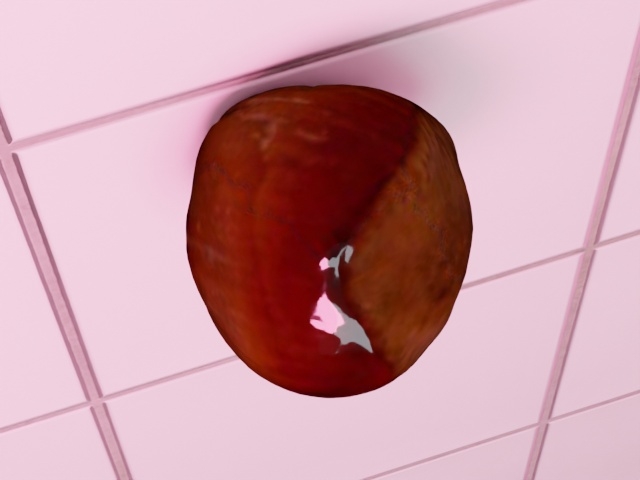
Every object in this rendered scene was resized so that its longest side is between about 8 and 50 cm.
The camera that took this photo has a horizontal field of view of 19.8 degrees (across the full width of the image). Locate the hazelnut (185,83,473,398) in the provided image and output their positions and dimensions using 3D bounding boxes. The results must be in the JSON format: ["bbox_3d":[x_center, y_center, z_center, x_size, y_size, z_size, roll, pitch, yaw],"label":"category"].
[{"bbox_3d":[0.000,0.000,1.340,0.229,0.229,0.229,-16,155,-8],"label":"hazelnut"}]
